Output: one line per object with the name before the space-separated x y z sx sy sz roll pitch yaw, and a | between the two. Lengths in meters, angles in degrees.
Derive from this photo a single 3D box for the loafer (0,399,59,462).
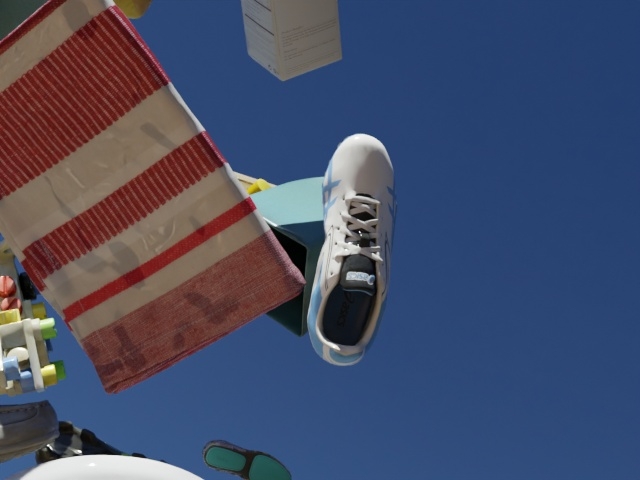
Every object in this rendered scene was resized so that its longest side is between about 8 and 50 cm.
loafer | -0.392 0.154 1.022 0.319 0.111 0.112 -1 -11 -16

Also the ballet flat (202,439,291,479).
ballet flat | -0.087 0.259 1.368 0.114 0.041 0.041 24 -32 -19

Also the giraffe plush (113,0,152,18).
giraffe plush | -0.336 -0.400 1.588 0.210 0.181 0.170 -18 -26 15

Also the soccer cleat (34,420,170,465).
soccer cleat | -0.262 0.343 1.580 0.289 0.093 0.121 24 -41 23

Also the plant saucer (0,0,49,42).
plant saucer | -0.416 -0.263 1.312 0.317 0.317 0.044 33 -4 -7

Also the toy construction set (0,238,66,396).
toy construction set | -0.451 0.090 1.737 0.151 0.328 0.215 1 -27 -5

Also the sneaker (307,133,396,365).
sneaker | 0.039 0.009 1.182 0.085 0.237 0.086 7 -2 -17

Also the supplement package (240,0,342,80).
supplement package | -0.045 -0.334 1.636 0.105 0.105 0.179 43 -32 45

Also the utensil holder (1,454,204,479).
utensil holder | -0.224 0.467 1.187 0.327 0.385 0.327 -4 -54 -6

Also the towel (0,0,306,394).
towel | -0.193 -0.039 1.047 0.237 0.037 0.329 -30 -82 26

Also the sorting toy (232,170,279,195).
sorting toy | -0.073 -0.046 2.022 0.347 0.196 0.047 16 -52 -47

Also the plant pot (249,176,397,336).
plant pot | 0.000 0.000 1.805 0.165 0.234 0.166 31 -48 34
